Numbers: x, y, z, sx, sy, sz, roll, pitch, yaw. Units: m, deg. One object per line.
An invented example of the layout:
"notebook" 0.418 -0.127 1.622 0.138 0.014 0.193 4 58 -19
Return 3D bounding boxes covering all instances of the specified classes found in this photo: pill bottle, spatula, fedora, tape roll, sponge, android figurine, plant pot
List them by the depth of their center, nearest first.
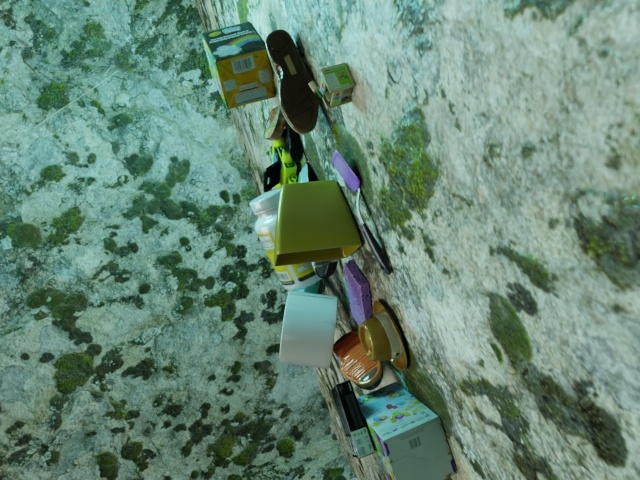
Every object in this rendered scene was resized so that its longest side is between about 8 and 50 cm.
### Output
"spatula" 0.093 -0.060 1.020 0.084 0.030 0.297 127 123 -78
"fedora" 0.147 0.248 1.151 0.194 0.079 0.194 160 90 -80
"plant pot" -0.025 -0.048 1.220 0.212 0.212 0.187 124 140 -76
"sponge" 0.113 0.170 1.313 0.117 0.031 0.210 -124 19 -53
"tape roll" -0.040 0.299 1.539 0.246 0.169 0.246 6 -90 -90
"pill bottle" -0.110 -0.011 1.587 0.334 0.187 0.188 65 171 -15
"android figurine" -0.130 -0.259 1.651 0.273 0.056 0.248 97 155 -52

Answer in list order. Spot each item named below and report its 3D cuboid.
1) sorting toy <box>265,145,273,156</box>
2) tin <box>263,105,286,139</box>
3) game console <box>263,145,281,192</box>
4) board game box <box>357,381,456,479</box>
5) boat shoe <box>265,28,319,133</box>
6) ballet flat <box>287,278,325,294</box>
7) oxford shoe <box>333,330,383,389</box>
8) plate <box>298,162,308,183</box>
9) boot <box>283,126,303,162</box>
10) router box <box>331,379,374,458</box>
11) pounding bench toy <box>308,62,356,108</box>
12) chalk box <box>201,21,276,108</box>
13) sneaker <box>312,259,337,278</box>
"sorting toy" -0.175 -0.333 1.751 0.012 0.083 0.062 7 117 50
"tin" -0.149 -0.384 1.510 0.106 0.040 0.189 -69 20 4
"game console" -0.179 -0.249 1.609 0.071 0.107 0.122 41 150 18
"board game box" 0.195 0.482 1.141 0.275 0.144 0.142 176 76 -79
"boat shoe" -0.061 -0.379 1.121 0.095 0.095 0.258 35 -139 -85
"ballet flat" -0.067 0.103 1.849 0.182 0.164 0.483 49 -163 -53
"oxford shoe" 0.137 0.383 1.393 0.133 0.130 0.363 55 177 -7
"plate" -0.056 -0.152 1.457 0.188 0.024 0.188 180 90 -83
"boot" -0.092 -0.309 1.467 0.099 0.045 0.121 -161 60 -73
"router box" 0.079 0.460 1.175 0.133 0.046 0.179 98 155 -66
"pounding bench toy" 0.015 -0.288 0.872 0.065 0.083 0.052 110 139 -72
"chalk box" -0.288 -0.616 1.566 0.179 0.180 0.289 83 165 -48
"sneaker" 0.000 0.000 1.483 0.132 0.086 0.229 -129 32 -73
